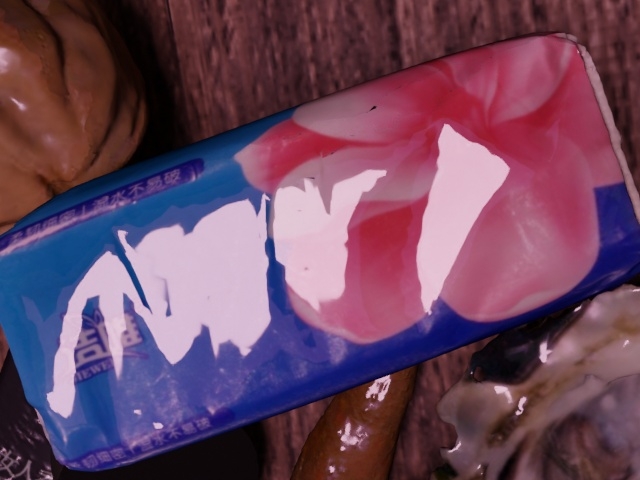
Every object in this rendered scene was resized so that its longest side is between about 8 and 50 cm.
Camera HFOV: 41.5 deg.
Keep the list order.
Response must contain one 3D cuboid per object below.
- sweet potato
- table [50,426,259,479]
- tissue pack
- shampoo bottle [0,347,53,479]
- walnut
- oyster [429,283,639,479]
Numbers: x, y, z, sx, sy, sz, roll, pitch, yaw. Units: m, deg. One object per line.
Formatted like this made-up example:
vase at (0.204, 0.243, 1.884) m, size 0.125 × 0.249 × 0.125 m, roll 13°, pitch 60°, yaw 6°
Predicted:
sweet potato at (0.004, 0.176, 0.564) m, size 0.072 × 0.066 × 0.314 m, roll 12°, pitch 102°, yaw -4°
table at (-0.110, 0.153, 0.566) m, size 0.134 × 0.043 × 0.133 m, roll -8°, pitch 116°, yaw -17°
tissue pack at (0.000, 0.000, 0.434) m, size 0.270 × 0.209 × 0.137 m, roll -21°, pitch 88°, yaw 7°
shampoo bottle at (-0.171, 0.097, 0.598) m, size 0.098 × 0.071 × 0.309 m, roll 26°, pitch 104°, yaw 7°
walnut at (-0.220, -0.094, 0.502) m, size 0.245 × 0.198 × 0.198 m, roll 43°, pitch 109°, yaw 17°
oyster at (0.180, 0.141, 0.485) m, size 0.238 × 0.115 × 0.351 m, roll 30°, pitch 102°, yaw 18°
